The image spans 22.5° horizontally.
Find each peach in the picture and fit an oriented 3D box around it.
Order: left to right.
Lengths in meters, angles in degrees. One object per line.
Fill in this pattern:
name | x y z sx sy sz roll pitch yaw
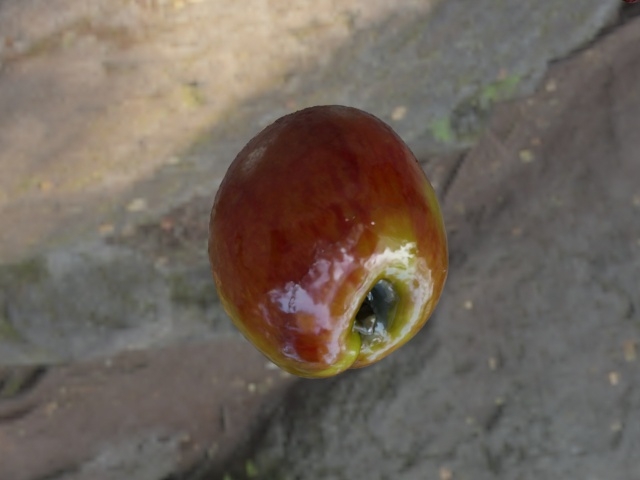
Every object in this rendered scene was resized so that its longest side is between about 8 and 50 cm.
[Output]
peach | 0.000 0.000 1.643 0.238 0.281 0.281 0 153 -35

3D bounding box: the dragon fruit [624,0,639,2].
dragon fruit | 0.372 -0.410 1.516 0.286 0.228 0.329 -29 122 -32
